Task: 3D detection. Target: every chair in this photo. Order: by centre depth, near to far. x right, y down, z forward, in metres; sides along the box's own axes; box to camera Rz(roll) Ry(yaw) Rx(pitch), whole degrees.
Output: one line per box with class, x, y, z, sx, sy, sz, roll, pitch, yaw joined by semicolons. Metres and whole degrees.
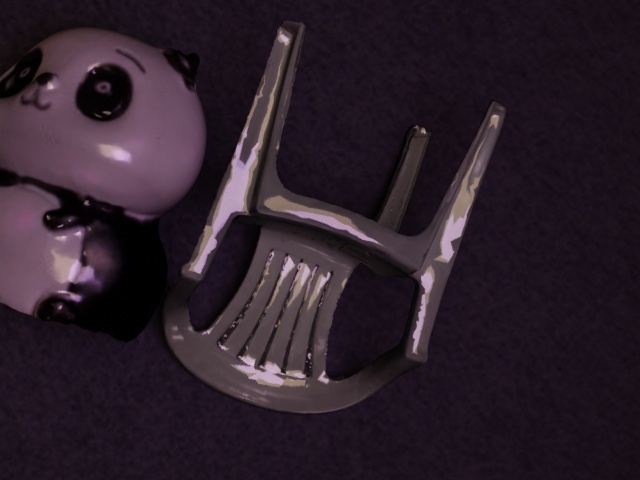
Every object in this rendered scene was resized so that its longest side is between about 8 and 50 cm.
chair;0.000;0.000;1.189;0.203;0.190;0.275;22;79;-9

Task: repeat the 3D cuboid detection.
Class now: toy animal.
toy animal;-0.186;-0.049;1.143;0.187;0.165;0.235;17;93;27
